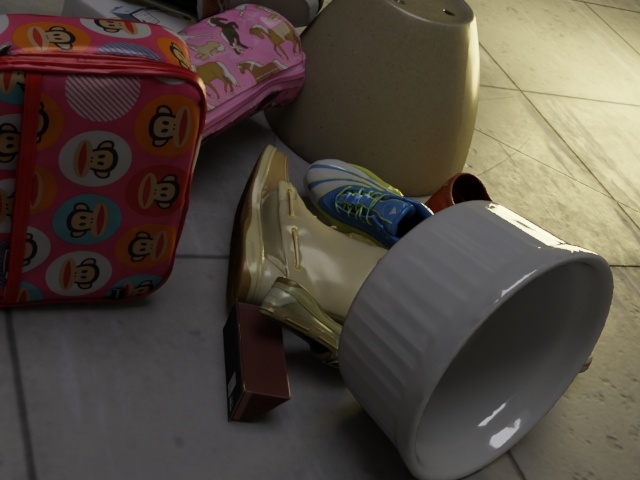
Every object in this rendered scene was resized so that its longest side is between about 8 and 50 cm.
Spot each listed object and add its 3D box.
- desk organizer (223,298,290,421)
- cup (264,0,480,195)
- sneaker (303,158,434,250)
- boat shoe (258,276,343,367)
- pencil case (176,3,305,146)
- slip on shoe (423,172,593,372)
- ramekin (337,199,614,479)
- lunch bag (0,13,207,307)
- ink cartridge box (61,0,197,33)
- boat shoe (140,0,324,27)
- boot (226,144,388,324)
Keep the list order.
[{"bbox_3d":[-0.067,0.124,0.973,0.050,0.047,0.130,13,36,-19],"label":"desk organizer"},{"bbox_3d":[0.107,-0.260,1.413,0.331,0.237,0.331,16,35,-11],"label":"cup"},{"bbox_3d":[0.076,-0.043,1.192,0.240,0.126,0.091,36,75,16],"label":"sneaker"},{"bbox_3d":[-0.007,0.101,1.000,0.056,0.153,0.048,10,58,49],"label":"boat shoe"},{"bbox_3d":[-0.168,-0.184,1.208,0.167,0.160,0.386,50,40,-3],"label":"pencil case"},{"bbox_3d":[0.236,0.036,1.214,0.123,0.101,0.331,-1,43,-33],"label":"slip on shoe"},{"bbox_3d":[0.149,0.094,0.949,0.277,0.277,0.135,-12,40,-39],"label":"ramekin"},{"bbox_3d":[-0.257,-0.071,0.910,0.258,0.293,0.120,-1,40,-24],"label":"lunch bag"},{"bbox_3d":[-0.264,-0.298,1.389,0.190,0.082,0.139,36,37,15],"label":"ink cartridge box"},{"bbox_3d":[-0.150,-0.356,1.373,0.302,0.113,0.103,14,45,9],"label":"boat shoe"},{"bbox_3d":[0.000,0.000,1.131,0.203,0.095,0.262,15,37,-11],"label":"boot"}]
